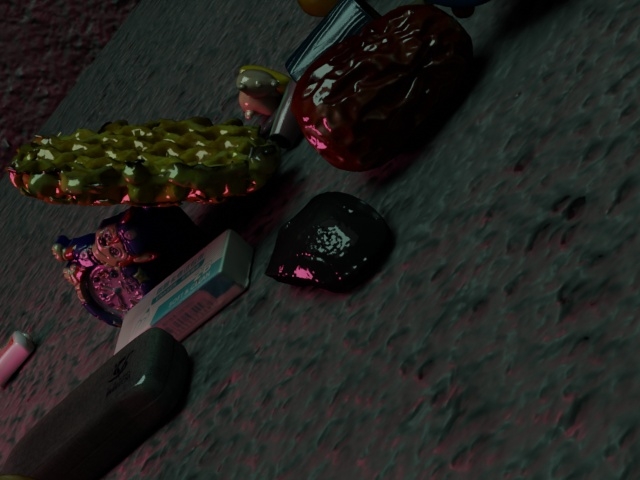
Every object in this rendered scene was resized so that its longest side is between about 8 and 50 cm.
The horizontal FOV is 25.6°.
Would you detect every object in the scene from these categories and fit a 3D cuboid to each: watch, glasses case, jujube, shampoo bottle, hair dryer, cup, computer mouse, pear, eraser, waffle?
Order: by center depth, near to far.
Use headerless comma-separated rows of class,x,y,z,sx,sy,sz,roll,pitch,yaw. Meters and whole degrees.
computer mouse,0.000,0.000,1.630,0.122,0.073,0.217,-55,20,-12
jujube,0.075,-0.187,1.696,0.230,0.155,0.155,-44,21,-2
glasses case,-0.296,0.243,1.816,0.323,0.074,0.131,-40,24,23
eraser,-0.184,0.082,1.891,0.225,0.052,0.095,-38,26,29
cup,0.035,-0.249,1.926,0.138,0.113,0.150,-47,19,14
waffle,-0.247,-0.108,1.981,0.382,0.379,0.095,-115,24,-77
watch,-0.261,0.013,2.042,0.196,0.171,0.200,-23,21,30
hair dryer,-0.058,-0.175,2.100,0.106,0.054,0.154,-64,14,-20
pear,0.015,-0.414,2.258,0.131,0.107,0.107,-17,38,43
shampoo bottle,-0.529,0.198,2.405,0.099,0.043,0.072,-50,21,2

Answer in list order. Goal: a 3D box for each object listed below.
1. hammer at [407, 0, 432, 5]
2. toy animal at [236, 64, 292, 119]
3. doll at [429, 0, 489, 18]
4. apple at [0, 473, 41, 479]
hammer,0.160,-0.363,2.006,0.035,0.019,0.110,-23,28,50
toy animal,-0.091,-0.227,2.211,0.114,0.091,0.082,-88,12,-77
doll,0.203,-0.428,1.706,0.284,0.240,0.310,15,54,18
apple,-0.369,0.363,1.636,0.199,0.199,0.199,-42,22,21
